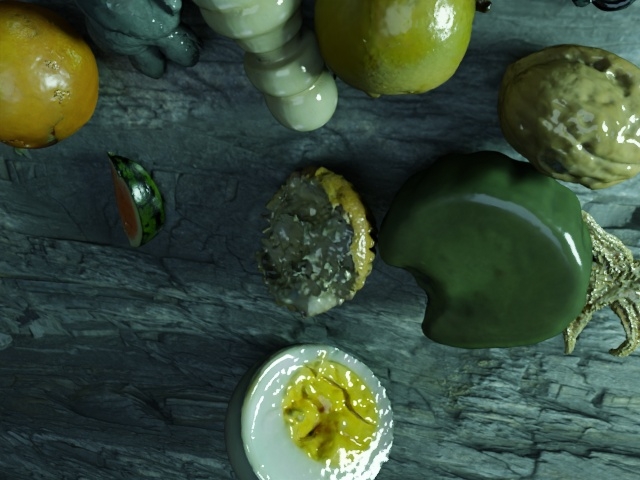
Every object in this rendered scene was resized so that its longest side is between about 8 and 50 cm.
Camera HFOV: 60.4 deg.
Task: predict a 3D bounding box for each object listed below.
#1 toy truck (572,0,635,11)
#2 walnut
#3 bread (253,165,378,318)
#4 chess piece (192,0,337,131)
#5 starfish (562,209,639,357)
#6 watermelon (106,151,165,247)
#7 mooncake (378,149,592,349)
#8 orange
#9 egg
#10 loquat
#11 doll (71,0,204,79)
[{"bbox_3d":[0.399,-0.397,0.667,0.224,0.147,0.165,-25,90,33],"label":"toy truck"},{"bbox_3d":[0.368,-0.178,0.784,0.245,0.198,0.198,34,127,2],"label":"walnut"},{"bbox_3d":[0.000,0.000,1.017,0.274,0.149,0.274,3,94,42],"label":"bread"},{"bbox_3d":[-0.068,-0.290,0.826,0.167,0.167,0.299,-4,144,20],"label":"chess piece"},{"bbox_3d":[0.506,0.075,1.001,0.302,0.060,0.299,46,133,-1],"label":"starfish"},{"bbox_3d":[-0.400,-0.076,1.185,0.119,0.063,0.245,23,135,25],"label":"watermelon"},{"bbox_3d":[0.278,0.015,0.940,0.351,0.187,0.351,14,124,21],"label":"mooncake"},{"bbox_3d":[-0.513,-0.283,0.951,0.246,0.246,0.246,8,126,12],"label":"orange"},{"bbox_3d":[-0.057,0.435,1.268,0.354,0.354,0.340,31,149,-5],"label":"egg"},{"bbox_3d":[0.109,-0.311,0.749,0.244,0.244,0.244,8,126,12],"label":"loquat"},{"bbox_3d":[-0.291,-0.371,0.850,0.246,0.340,0.158,32,84,-8],"label":"doll"}]
